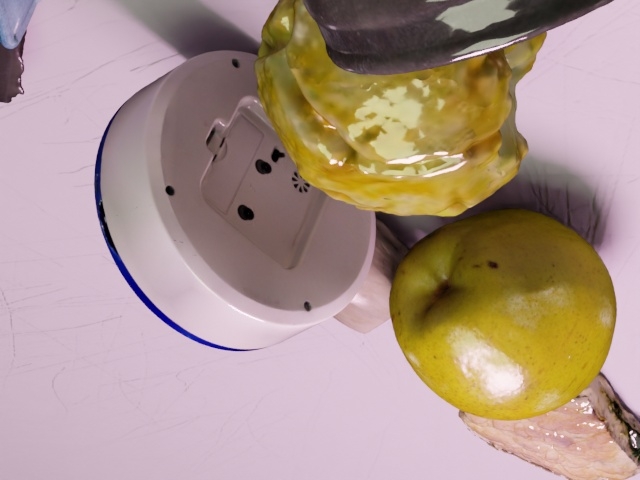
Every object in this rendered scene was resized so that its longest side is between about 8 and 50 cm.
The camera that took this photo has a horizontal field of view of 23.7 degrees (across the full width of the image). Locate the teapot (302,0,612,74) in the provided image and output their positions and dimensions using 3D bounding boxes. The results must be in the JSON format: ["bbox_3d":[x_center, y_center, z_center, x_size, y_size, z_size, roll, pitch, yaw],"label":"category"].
[{"bbox_3d":[0.104,-0.240,0.804,0.321,0.239,0.239,-4,120,42],"label":"teapot"}]

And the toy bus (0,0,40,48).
[{"bbox_3d":[-0.272,-0.281,0.968,0.190,0.152,0.312,11,148,7],"label":"toy bus"}]

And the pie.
[{"bbox_3d":[0.236,0.194,1.591,0.185,0.052,0.218,-8,144,29],"label":"pie"}]

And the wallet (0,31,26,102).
[{"bbox_3d":[-0.408,-0.221,1.213,0.377,0.051,0.197,18,146,-7],"label":"wallet"}]

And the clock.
[{"bbox_3d":[-0.062,-0.033,1.193,0.230,0.230,0.083,32,140,-26],"label":"clock"}]

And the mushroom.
[{"bbox_3d":[0.005,0.007,1.358,0.096,0.108,0.247,-44,125,15],"label":"mushroom"}]

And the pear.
[{"bbox_3d":[0.155,0.060,1.301,0.198,0.198,0.198,11,148,7],"label":"pear"}]

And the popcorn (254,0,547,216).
[{"bbox_3d":[0.055,-0.115,1.070,0.204,0.184,0.221,18,150,7],"label":"popcorn"}]
